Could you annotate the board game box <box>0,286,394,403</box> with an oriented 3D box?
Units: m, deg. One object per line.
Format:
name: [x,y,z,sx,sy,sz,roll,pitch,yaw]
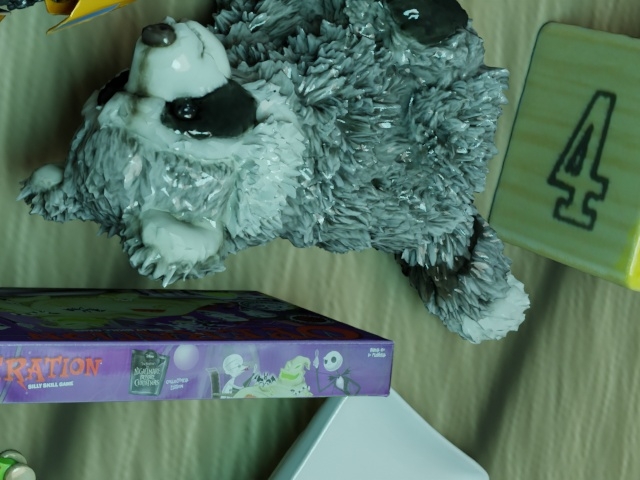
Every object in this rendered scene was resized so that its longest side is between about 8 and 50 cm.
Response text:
board game box: [-0.148,0.070,1.302,0.347,0.208,0.056,2,102,-31]

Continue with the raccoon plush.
raccoon plush: [0.000,0.000,1.332,0.299,0.216,0.446,-48,120,-24]

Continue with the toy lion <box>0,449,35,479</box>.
toy lion: [-0.274,0.180,1.364,0.100,0.034,0.096,39,89,-32]

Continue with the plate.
plate: [0.002,0.255,1.489,0.277,0.045,0.278,-56,144,-7]

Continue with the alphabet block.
alphabet block: [0.283,-0.060,1.523,0.192,0.197,0.193,8,98,-32]

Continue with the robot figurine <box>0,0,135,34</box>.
robot figurine: [-0.214,-0.173,1.209,0.291,0.211,0.085,-25,118,-30]
